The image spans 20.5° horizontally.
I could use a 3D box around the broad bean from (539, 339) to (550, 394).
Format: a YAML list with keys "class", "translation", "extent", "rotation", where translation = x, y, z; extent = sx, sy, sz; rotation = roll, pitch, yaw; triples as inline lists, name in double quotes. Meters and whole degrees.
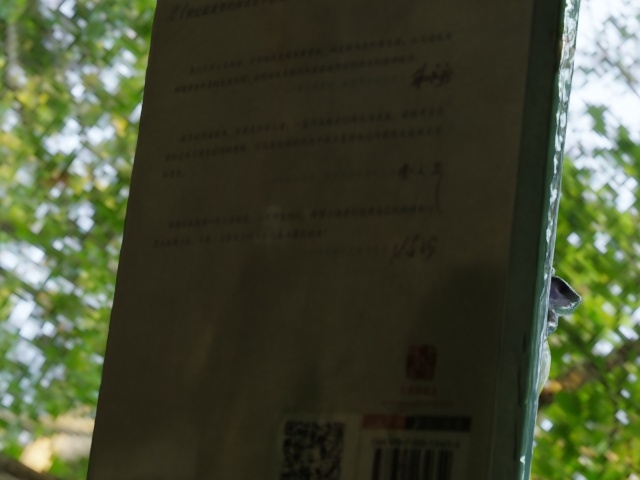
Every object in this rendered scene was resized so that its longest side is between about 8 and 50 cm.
- class: "broad bean"
  translation: [0.103, 0.172, 1.593]
  extent: [0.238, 0.119, 0.291]
  rotation: [-35, 165, -37]

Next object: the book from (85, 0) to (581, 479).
- class: "book"
  translation: [0.000, 0.000, 0.694]
  extent: [0.215, 0.025, 0.282]
  rotation: [0, -105, 38]

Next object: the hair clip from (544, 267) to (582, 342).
- class: "hair clip"
  translation: [0.053, 0.008, 0.948]
  extent: [0.052, 0.195, 0.124]
  rotation: [-62, -149, 32]
